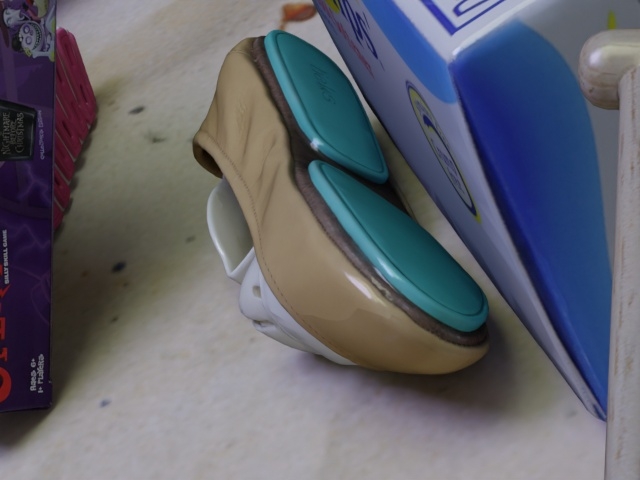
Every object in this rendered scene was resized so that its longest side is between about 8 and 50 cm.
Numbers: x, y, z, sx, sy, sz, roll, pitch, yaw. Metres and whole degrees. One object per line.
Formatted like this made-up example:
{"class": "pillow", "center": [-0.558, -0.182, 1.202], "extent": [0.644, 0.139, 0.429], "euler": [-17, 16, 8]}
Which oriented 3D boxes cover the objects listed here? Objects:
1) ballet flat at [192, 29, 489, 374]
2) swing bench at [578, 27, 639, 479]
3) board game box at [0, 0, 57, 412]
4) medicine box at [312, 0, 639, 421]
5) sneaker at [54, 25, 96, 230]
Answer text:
{"class": "ballet flat", "center": [0.000, 0.000, 0.674], "extent": [0.073, 0.080, 0.232], "euler": [-52, 24, 15]}
{"class": "swing bench", "center": [0.185, 0.055, 0.335], "extent": [0.255, 0.165, 0.253], "euler": [-15, 33, 20]}
{"class": "board game box", "center": [-0.238, -0.048, 0.803], "extent": [0.347, 0.208, 0.056], "euler": [4, 1, 42]}
{"class": "medicine box", "center": [0.149, -0.119, 0.635], "extent": [0.289, 0.149, 0.263], "euler": [-29, 31, 0]}
{"class": "sneaker", "center": [-0.153, -0.037, 0.842], "extent": [0.075, 0.063, 0.170], "euler": [-17, 28, 17]}
